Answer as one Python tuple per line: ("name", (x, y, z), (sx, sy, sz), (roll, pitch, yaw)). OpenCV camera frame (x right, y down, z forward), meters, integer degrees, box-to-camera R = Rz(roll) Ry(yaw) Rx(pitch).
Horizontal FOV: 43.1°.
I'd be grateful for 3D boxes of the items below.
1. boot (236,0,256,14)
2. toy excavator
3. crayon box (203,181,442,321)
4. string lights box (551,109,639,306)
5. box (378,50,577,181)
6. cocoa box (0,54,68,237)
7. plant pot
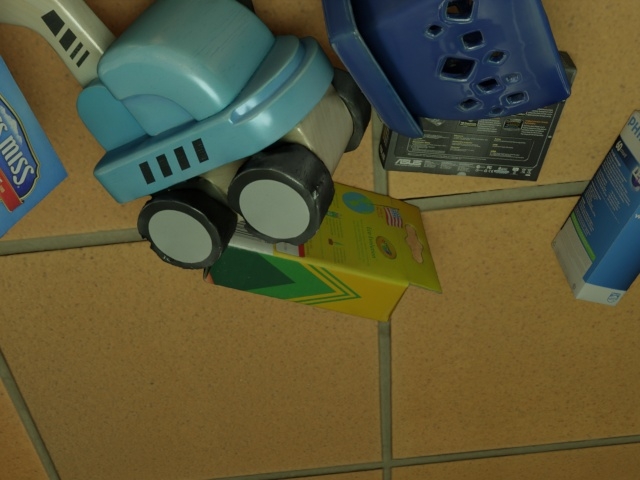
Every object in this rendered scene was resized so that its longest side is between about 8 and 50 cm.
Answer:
("boot", (-0.059, -0.331, 0.958), (0.208, 0.076, 0.189), (-36, 126, 14))
("toy excavator", (-0.219, -0.195, 0.928), (0.432, 0.222, 0.445), (-15, 122, 34))
("crayon box", (0.000, 0.000, 1.142), (0.318, 0.202, 0.081), (14, 127, -15))
("string lights box", (0.448, -0.044, 1.192), (0.076, 0.133, 0.260), (12, 128, -14))
("box", (0.209, -0.176, 1.111), (0.231, 0.056, 0.183), (3, 128, -8))
("cocoa box", (-0.496, -0.126, 0.861), (0.347, 0.228, 0.231), (22, 147, 29))
("plant pot", (0.125, -0.265, 0.894), (0.212, 0.236, 0.236), (-19, 147, 19))
